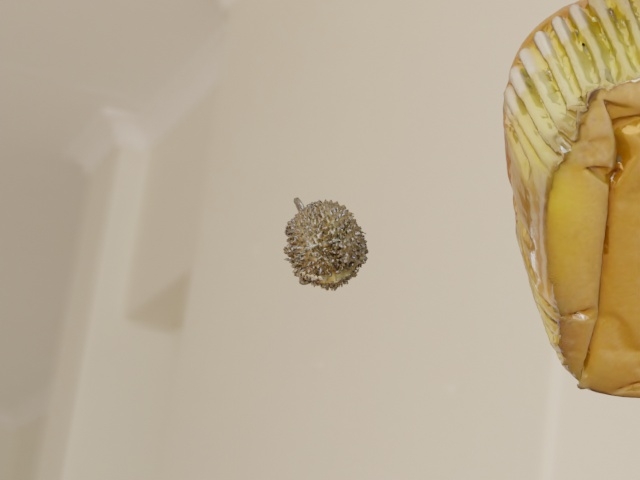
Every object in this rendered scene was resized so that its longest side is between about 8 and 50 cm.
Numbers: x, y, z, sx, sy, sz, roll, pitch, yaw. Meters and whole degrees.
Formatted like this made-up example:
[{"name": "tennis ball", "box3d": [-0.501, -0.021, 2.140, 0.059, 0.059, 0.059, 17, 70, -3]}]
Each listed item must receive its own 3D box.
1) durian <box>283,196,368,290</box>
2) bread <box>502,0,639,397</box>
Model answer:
[{"name": "durian", "box3d": [0.000, 0.000, 1.661, 0.080, 0.091, 0.080, -29, -14, -8]}, {"name": "bread", "box3d": [0.236, -0.041, 1.380, 0.204, 0.156, 0.288, -12, -54, 4]}]
